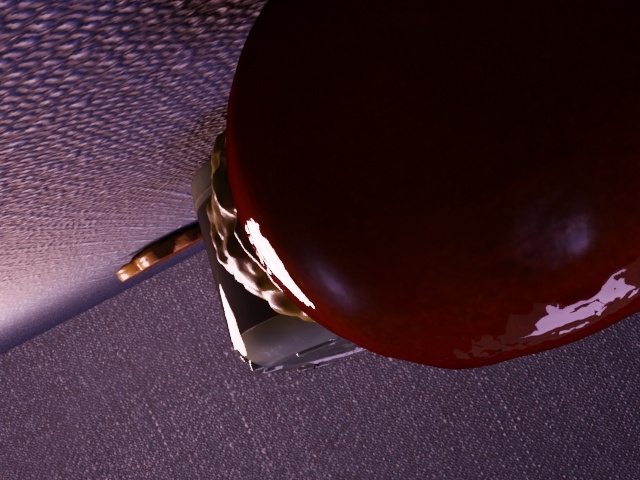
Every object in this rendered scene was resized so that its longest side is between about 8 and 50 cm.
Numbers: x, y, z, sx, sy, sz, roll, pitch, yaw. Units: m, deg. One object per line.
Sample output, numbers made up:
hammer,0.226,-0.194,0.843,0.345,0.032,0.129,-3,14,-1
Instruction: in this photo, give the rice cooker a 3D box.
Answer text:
rice cooker,0.000,-0.003,1.163,0.289,0.276,0.288,-17,165,-4

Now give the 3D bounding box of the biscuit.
biscuit,-0.295,0.015,1.955,0.180,0.039,0.236,-30,179,33

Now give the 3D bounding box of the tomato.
tomato,0.086,-0.071,0.534,0.299,0.226,0.298,-29,-173,4

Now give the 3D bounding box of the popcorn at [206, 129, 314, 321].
popcorn,0.001,-0.032,0.898,0.192,0.233,0.266,-8,-168,-44
